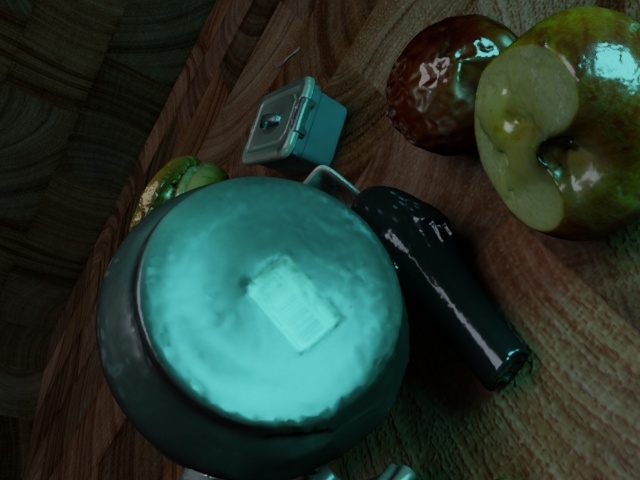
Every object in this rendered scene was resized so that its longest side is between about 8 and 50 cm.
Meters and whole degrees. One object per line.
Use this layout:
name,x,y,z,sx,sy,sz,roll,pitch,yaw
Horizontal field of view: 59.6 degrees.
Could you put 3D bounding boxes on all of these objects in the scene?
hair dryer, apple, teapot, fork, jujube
hair dryer,0.080,0.131,0.705,0.303,0.120,0.359,57,132,40
apple,0.233,-0.103,0.495,0.173,0.160,0.195,-92,-7,-64
teapot,-0.063,0.150,0.635,0.305,0.376,0.362,-37,-11,-31
fork,-0.085,-0.480,1.462,0.115,0.012,0.016,-14,62,50
jujube,0.161,-0.190,0.709,0.168,0.168,0.236,-66,14,2

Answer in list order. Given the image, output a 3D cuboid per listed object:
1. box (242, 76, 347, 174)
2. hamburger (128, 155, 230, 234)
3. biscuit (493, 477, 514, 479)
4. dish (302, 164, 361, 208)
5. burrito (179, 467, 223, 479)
box,-0.057,-0.216,1.106,0.227,0.130,0.162,3,73,61
hamburger,-0.330,-0.060,1.373,0.314,0.170,0.290,-65,0,-74
biscuit,0.136,0.330,0.480,0.164,0.047,0.208,-44,36,38
dish,0.000,0.000,0.871,0.234,0.154,0.064,-47,2,29
burrito,-0.216,0.488,0.877,0.139,0.101,0.445,-116,44,-63
